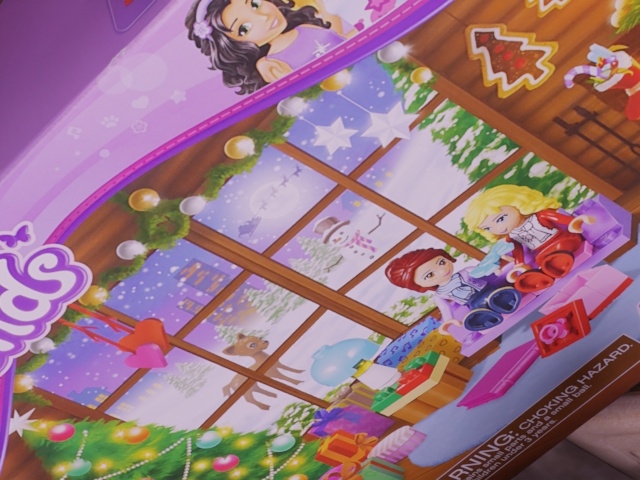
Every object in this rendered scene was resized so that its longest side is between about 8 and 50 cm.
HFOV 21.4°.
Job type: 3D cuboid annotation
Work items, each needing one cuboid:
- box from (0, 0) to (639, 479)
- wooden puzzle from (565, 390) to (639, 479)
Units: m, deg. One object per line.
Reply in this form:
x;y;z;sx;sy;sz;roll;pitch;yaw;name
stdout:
0.000;0.000;0.433;0.201;0.057;0.293;27;121;-38;box
0.212;0.090;0.522;0.239;0.044;0.221;-5;153;42;wooden puzzle
